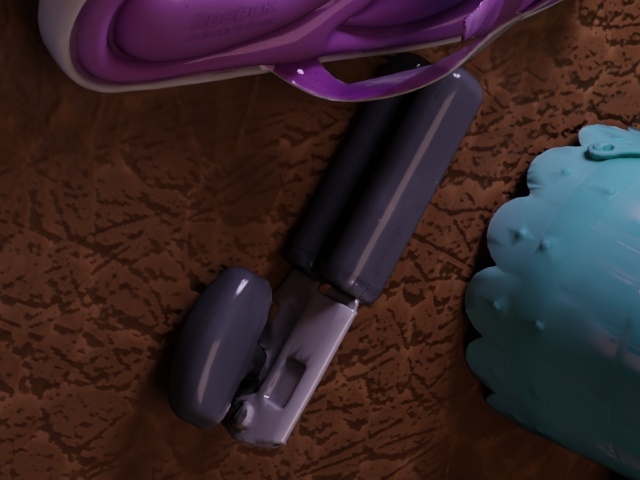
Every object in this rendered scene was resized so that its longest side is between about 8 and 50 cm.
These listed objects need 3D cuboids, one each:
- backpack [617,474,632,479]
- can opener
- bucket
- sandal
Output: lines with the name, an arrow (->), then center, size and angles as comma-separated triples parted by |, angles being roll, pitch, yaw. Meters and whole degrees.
backpack -> 0.368, 0.246, 1.182 | 0.166, 0.188, 0.144 | -8, 112, -38
can opener -> 0.000, 0.000, 0.858 | 0.095, 0.076, 0.283 | 31, 86, -43
bucket -> 0.269, 0.059, 1.028 | 0.281, 0.183, 0.281 | -17, 119, -34
sandal -> 0.047, -0.139, 0.777 | 0.416, 0.102, 0.169 | -17, 152, -21
